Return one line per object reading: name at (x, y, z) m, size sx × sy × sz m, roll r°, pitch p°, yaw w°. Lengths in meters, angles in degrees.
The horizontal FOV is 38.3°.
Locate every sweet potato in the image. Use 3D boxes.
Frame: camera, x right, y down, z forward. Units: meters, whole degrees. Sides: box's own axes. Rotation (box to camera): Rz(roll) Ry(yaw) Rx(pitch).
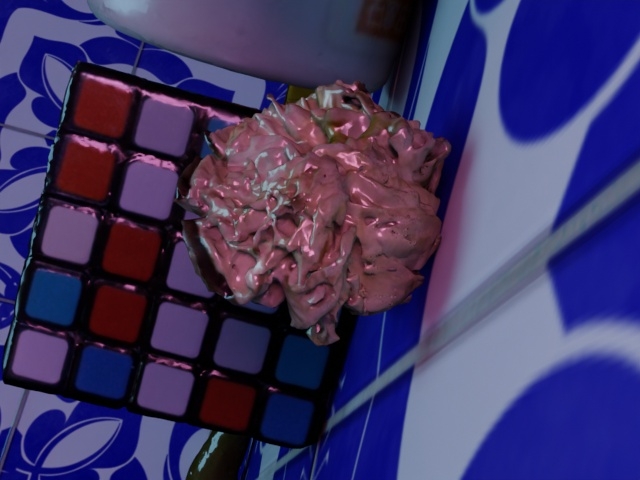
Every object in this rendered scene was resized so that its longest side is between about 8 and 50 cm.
sweet potato at (-0.107, 0.241, 0.994) m, size 0.069 × 0.059 × 0.249 m, roll -59°, pitch -7°, yaw -61°

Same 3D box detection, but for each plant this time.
plant at (0.000, 0.000, 0.373) m, size 0.116 × 0.105 × 0.122 m, roll -53°, pitch -33°, yaw -33°

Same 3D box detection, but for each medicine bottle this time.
medicine bottle at (-0.006, -0.294, 0.568) m, size 0.211 × 0.211 × 0.371 m, roll -94°, pitch 20°, yaw -74°

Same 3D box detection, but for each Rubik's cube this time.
Rubik's cube at (-0.071, 0.002, 0.578) m, size 0.182 × 0.187 × 0.184 m, roll -119°, pitch 42°, yaw -81°

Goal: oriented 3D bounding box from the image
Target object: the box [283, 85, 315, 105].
box at (0.008, -0.160, 0.843) m, size 0.237 × 0.070 × 0.152 m, roll 112°, pitch 172°, yaw -68°
